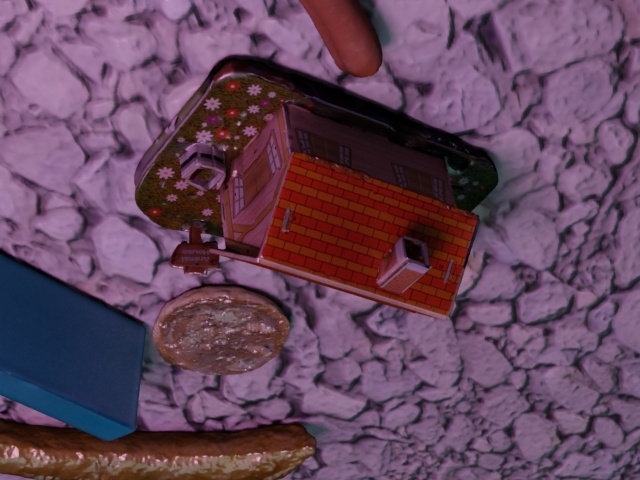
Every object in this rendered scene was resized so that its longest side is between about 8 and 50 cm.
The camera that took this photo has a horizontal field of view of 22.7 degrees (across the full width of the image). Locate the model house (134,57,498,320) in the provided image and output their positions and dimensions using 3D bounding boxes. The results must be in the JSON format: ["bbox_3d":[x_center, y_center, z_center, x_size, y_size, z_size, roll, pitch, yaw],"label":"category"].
[{"bbox_3d":[0.002,0.000,1.349,0.294,0.154,0.207,18,134,-29],"label":"model house"}]

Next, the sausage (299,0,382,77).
[{"bbox_3d":[0.002,-0.184,1.204,0.040,0.047,0.177,-9,145,22],"label":"sausage"}]

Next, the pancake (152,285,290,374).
[{"bbox_3d":[-0.097,0.089,1.548,0.139,0.022,0.139,-4,140,-3],"label":"pancake"}]

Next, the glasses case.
[{"bbox_3d":[-0.292,0.079,1.439,0.070,0.117,0.301,-25,138,38],"label":"glasses case"}]

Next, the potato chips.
[{"bbox_3d":[-0.211,0.220,1.667,0.407,0.057,0.080,4,127,-12],"label":"potato chips"}]
